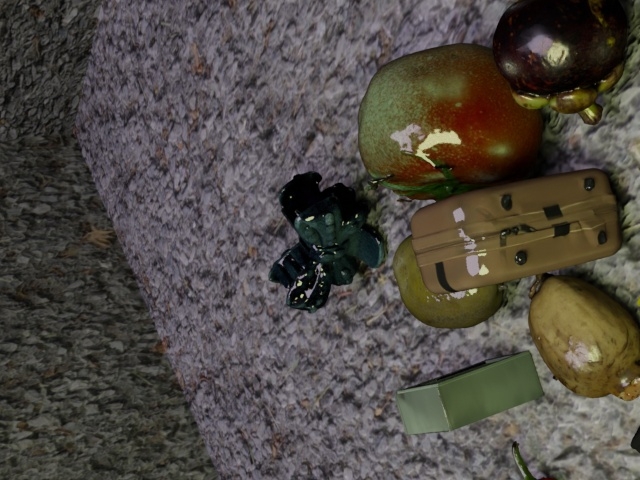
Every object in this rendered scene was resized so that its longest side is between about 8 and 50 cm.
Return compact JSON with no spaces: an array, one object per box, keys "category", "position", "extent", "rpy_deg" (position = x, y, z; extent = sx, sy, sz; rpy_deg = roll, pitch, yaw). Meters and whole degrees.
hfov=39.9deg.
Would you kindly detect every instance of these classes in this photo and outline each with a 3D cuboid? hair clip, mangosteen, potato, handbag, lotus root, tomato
[{"category":"hair clip","position":[0.006,-0.004,1.896],"extent":[0.194,0.206,0.310],"rpy_deg":[55,147,40]},{"category":"mangosteen","position":[0.355,-0.264,1.282],"extent":[0.192,0.192,0.217],"rpy_deg":[0,115,57]},{"category":"potato","position":[0.236,0.073,1.608],"extent":[0.251,0.159,0.174],"rpy_deg":[11,134,47]},{"category":"handbag","position":[0.281,-0.008,1.378],"extent":[0.283,0.301,0.149],"rpy_deg":[-15,88,63]},{"category":"lotus root","position":[0.409,0.152,1.378],"extent":[0.257,0.140,0.154],"rpy_deg":[53,135,42]},{"category":"tomato","position":[0.208,-0.193,1.468],"extent":[0.303,0.303,0.239],"rpy_deg":[-16,71,58]}]

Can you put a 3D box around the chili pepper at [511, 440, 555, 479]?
[{"category":"chili pepper","position":[0.457,0.484,1.487],"extent":[0.368,0.091,0.137],"rpy_deg":[26,103,44]}]

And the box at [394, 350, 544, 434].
[{"category":"box","position":[0.262,0.271,1.564],"extent":[0.129,0.225,0.086],"rpy_deg":[-26,78,57]}]

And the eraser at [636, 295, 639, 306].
[{"category":"eraser","position":[0.525,0.086,1.259],"extent":[0.122,0.045,0.097],"rpy_deg":[47,137,41]}]

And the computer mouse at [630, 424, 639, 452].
[{"category":"computer mouse","position":[0.534,0.243,1.258],"extent":[0.147,0.088,0.264],"rpy_deg":[19,127,27]}]
